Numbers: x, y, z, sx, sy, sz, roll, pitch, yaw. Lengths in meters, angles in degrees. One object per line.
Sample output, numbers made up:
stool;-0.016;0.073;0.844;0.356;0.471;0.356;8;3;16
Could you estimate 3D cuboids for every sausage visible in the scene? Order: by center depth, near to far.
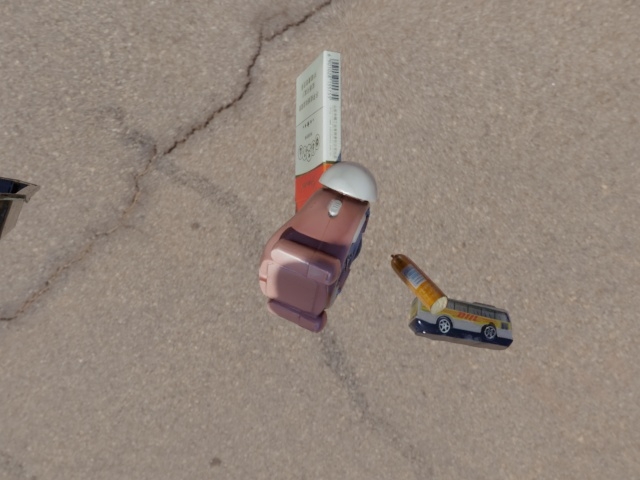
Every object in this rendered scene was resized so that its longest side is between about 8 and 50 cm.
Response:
sausage;0.127;0.052;0.755;0.031;0.107;0.031;-21;138;-20

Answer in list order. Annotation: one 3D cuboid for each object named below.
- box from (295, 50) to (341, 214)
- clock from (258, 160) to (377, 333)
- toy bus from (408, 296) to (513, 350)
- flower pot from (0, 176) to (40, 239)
box;-0.005;-0.165;0.918;0.035;0.139;0.245;1;85;-22
clock;0.000;0.000;0.652;0.092;0.162;0.166;24;145;10
toy bus;0.239;0.138;0.962;0.172;0.072;0.057;11;154;-5
flower pot;-0.513;-0.049;0.810;0.178;0.251;0.084;9;97;-22
